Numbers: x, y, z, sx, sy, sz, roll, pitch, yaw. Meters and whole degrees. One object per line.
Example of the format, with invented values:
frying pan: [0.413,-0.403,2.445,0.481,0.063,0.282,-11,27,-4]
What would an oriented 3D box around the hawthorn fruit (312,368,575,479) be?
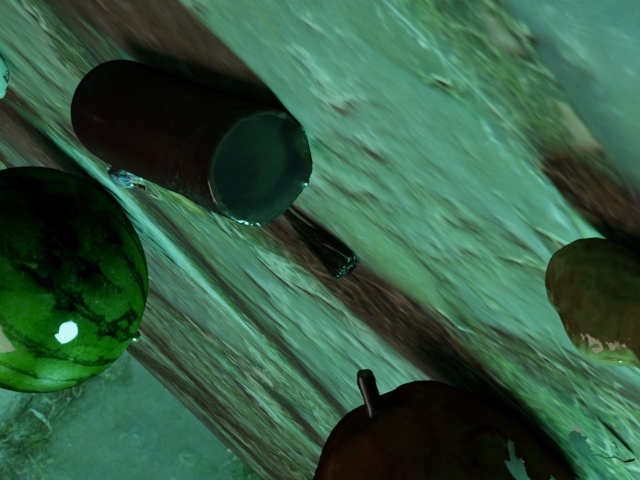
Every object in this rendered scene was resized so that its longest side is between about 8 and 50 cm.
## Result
hawthorn fruit: [0.089,0.206,1.249,0.260,0.224,0.224,65,168,-2]

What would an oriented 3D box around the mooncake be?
mooncake: [0.266,0.202,1.001,0.347,0.057,0.150,20,144,46]

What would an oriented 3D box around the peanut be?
peanut: [0.141,0.037,0.744,0.113,0.054,0.054,37,169,41]

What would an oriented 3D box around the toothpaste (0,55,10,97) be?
toothpaste: [-0.313,-0.184,1.489,0.060,0.038,0.233,33,164,20]

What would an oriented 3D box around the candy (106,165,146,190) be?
candy: [-0.174,-0.057,1.544,0.030,0.020,0.083,45,169,-15]

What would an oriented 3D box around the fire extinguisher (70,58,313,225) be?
fire extinguisher: [-0.093,-0.070,1.100,0.089,0.072,0.268,5,-169,-32]

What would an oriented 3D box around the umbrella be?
umbrella: [-0.001,0.002,1.193,0.083,0.020,0.031,37,-152,20]

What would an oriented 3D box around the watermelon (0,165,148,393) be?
watermelon: [-0.300,0.042,1.803,0.242,0.242,0.242,39,169,9]
